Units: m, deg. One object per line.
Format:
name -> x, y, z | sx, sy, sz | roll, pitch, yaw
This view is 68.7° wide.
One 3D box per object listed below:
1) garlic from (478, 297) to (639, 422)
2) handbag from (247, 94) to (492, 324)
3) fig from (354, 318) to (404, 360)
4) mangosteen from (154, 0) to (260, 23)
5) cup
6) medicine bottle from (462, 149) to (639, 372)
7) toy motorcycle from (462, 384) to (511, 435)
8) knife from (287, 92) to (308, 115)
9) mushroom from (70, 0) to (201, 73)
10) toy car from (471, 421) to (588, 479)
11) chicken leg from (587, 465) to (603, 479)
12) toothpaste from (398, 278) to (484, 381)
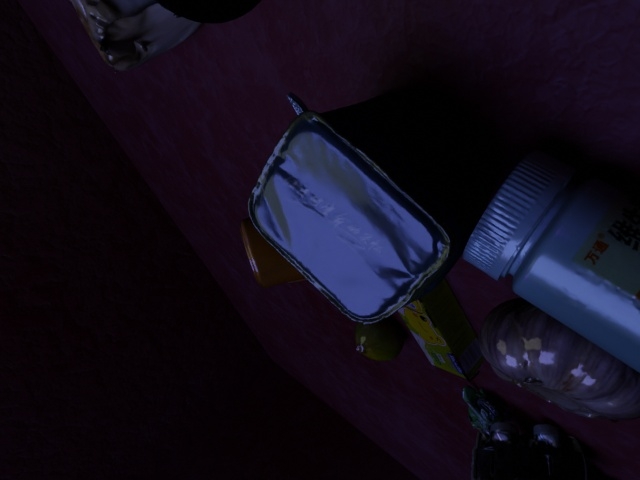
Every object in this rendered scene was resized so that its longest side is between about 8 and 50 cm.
garlic -> 0.354, 0.155, 0.683 | 0.245, 0.160, 0.245 | 22, 162, 7
handbag -> 0.075, -0.053, 0.625 | 0.263, 0.241, 0.222 | 46, 128, 9
fig -> 0.155, 0.261, 1.266 | 0.153, 0.120, 0.136 | 32, 163, -35
mangosteen -> -0.153, -0.388, 0.577 | 0.243, 0.243, 0.243 | 38, 157, 19
cup -> 0.000, 0.000, 0.873 | 0.226, 0.264, 0.182 | 79, 172, -53
medicine bottle -> 0.333, 0.043, 0.504 | 0.318, 0.158, 0.158 | 37, 156, 23
toy motorcycle -> 0.414, 0.440, 1.178 | 0.106, 0.074, 0.190 | 33, 156, 50
knife -> -0.003, -0.188, 0.897 | 0.210, 0.015, 0.028 | 57, 161, -25
mushroom -> -0.360, -0.514, 0.770 | 0.397, 0.224, 0.314 | 62, 168, -18
toy car -> 0.466, 0.516, 1.031 | 0.235, 0.172, 0.158 | -15, 131, 35
chicken leg -> 0.610, 0.545, 1.004 | 0.125, 0.080, 0.196 | 33, 149, 5
toothpaste -> 0.232, 0.152, 0.984 | 0.110, 0.077, 0.327 | 11, 140, 58
